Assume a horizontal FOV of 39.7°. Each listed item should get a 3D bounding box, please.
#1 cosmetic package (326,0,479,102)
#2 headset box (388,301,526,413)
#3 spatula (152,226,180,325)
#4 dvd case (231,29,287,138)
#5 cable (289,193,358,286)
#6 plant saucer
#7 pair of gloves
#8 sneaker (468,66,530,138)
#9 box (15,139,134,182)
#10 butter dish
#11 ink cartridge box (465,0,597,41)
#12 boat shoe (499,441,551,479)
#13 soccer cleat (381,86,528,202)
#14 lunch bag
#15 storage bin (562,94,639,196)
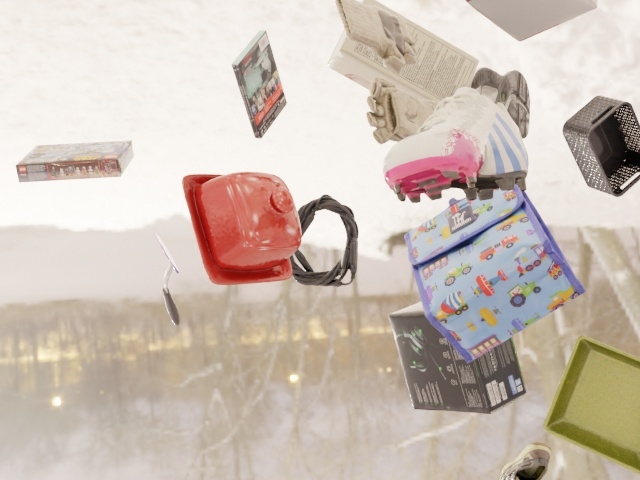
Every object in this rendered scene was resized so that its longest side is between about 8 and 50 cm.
[{"bbox_3d":[0.183,-0.396,1.986,0.296,0.153,0.129,29,167,-10],"label":"cosmetic package"},{"bbox_3d":[0.309,0.266,2.084,0.131,0.246,0.283,-18,-177,-36],"label":"headset box"},{"bbox_3d":[-0.310,0.084,1.810,0.030,0.084,0.296,-19,143,-20],"label":"spatula"},{"bbox_3d":[-0.081,-0.212,1.207,0.013,0.087,0.119,8,137,25],"label":"dvd case"},{"bbox_3d":[0.000,0.000,1.730,0.150,0.185,0.047,2,168,-1],"label":"cable"},{"bbox_3d":[0.503,0.276,1.519,0.188,0.188,0.045,23,-165,21],"label":"plant saucer"},{"bbox_3d":[0.107,-0.256,1.366,0.042,0.240,0.204,-23,172,33],"label":"pair of gloves"},{"bbox_3d":[0.372,-0.356,2.299,0.257,0.169,0.447,2,179,32],"label":"sneaker"},{"bbox_3d":[-0.328,-0.108,1.197,0.137,0.027,0.094,-3,-158,1],"label":"box"},{"bbox_3d":[-0.082,-0.033,1.172,0.160,0.160,0.118,-1,158,-47],"label":"butter dish"},{"bbox_3d":[0.285,-0.389,1.192,0.127,0.176,0.128,24,153,-35],"label":"ink cartridge box"},{"bbox_3d":[0.511,0.595,2.239,0.080,0.073,0.224,23,130,-1],"label":"boat shoe"},{"bbox_3d":[0.162,-0.125,1.109,0.116,0.143,0.331,-16,173,31],"label":"soccer cleat"},{"bbox_3d":[0.268,0.018,1.478,0.221,0.293,0.138,-34,123,15],"label":"lunch bag"},{"bbox_3d":[0.595,-0.195,1.835,0.122,0.180,0.084,-39,-151,-8],"label":"storage bin"}]
